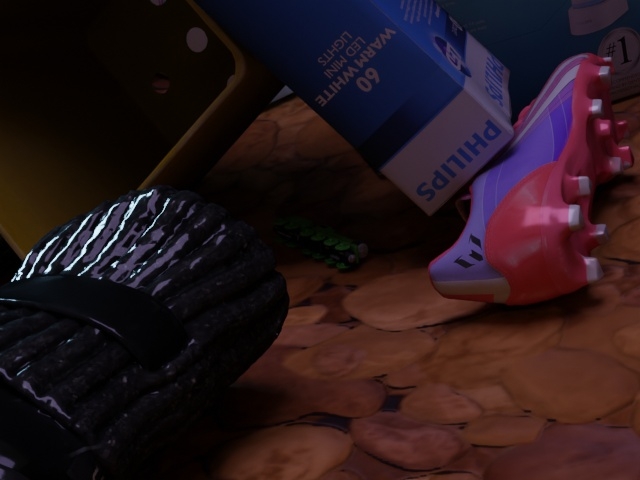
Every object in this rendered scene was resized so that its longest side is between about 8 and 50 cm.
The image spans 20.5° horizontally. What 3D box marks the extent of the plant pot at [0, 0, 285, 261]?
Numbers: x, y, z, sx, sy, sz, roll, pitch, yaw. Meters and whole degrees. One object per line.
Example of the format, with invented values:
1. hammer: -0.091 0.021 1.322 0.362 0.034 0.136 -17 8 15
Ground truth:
1. plant pot: -0.128 -0.125 1.163 0.212 0.212 0.187 -47 -13 27

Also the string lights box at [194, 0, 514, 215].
1. string lights box: 0.000 -0.145 1.059 0.077 0.260 0.133 -44 11 18

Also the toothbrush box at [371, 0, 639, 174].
1. toothbrush box: 0.091 -0.224 1.193 0.216 0.295 0.126 -19 27 -8

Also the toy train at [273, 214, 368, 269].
1. toy train: 0.000 0.000 1.107 0.024 0.017 0.083 -18 24 -33

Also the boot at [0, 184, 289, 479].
1. boot: -0.213 0.072 0.929 0.348 0.131 0.260 10 40 21

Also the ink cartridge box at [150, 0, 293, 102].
1. ink cartridge box: -0.055 -0.192 1.433 0.154 0.093 0.212 -28 27 -25

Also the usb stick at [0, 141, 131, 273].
1. usb stick: -0.235 0.004 1.186 0.077 0.045 0.278 15 37 34

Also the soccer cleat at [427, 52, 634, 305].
1. soccer cleat: 0.130 -0.042 1.061 0.095 0.083 0.248 -9 28 20
